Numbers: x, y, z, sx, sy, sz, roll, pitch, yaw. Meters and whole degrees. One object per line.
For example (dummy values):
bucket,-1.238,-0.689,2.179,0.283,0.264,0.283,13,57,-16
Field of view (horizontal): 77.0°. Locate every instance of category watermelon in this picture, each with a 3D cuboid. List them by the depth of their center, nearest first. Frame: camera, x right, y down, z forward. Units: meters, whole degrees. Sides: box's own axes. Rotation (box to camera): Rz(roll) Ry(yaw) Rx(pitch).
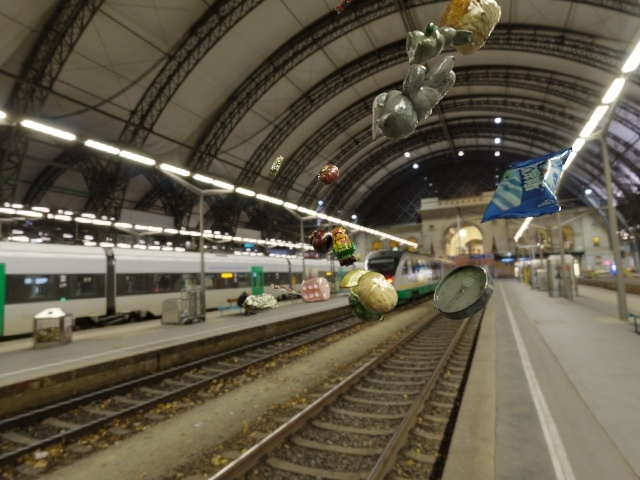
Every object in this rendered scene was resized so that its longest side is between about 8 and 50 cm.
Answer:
watermelon,0.204,0.295,1.912,0.127,0.232,0.204,-9,-26,-26

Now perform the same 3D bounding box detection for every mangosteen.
mangosteen,0.000,0.000,1.913,0.140,0.140,0.140,-3,-5,0

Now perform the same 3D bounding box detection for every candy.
candy,0.537,-0.144,1.033,0.187,0.077,0.331,-11,25,45

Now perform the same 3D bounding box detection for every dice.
dice,-0.020,0.200,1.608,0.093,0.094,0.091,-12,-11,21

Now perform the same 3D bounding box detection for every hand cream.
hand cream,0.248,-0.505,1.633,0.076,0.121,0.336,32,0,7

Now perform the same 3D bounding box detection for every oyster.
oyster,-0.218,0.227,1.447,0.125,0.064,0.177,-11,-11,-16

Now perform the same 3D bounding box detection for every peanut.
peanut,0.196,0.182,1.390,0.141,0.109,0.159,39,12,29

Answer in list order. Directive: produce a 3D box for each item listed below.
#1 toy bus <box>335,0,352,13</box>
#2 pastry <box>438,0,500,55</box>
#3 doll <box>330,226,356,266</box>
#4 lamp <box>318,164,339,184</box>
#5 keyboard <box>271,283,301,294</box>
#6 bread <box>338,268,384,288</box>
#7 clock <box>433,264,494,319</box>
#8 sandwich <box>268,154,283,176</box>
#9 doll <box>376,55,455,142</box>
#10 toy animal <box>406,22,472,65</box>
toy bus,0.105,-0.897,1.499,0.110,0.031,0.043,-42,25,10
pastry,0.684,-1.002,1.821,0.237,0.256,0.170,31,11,-8
doll,0.103,0.030,1.841,0.106,0.186,0.134,-19,-3,6
lamp,0.037,-0.301,1.842,0.101,0.101,0.090,-6,-36,34
keyboard,-0.180,0.260,2.133,0.166,0.017,0.055,15,11,-27
bread,0.164,0.149,1.588,0.188,0.065,0.149,-7,3,-28
clock,0.493,0.176,1.400,0.042,0.215,0.215,43,-27,-22
sandwich,-0.214,-0.363,1.948,0.036,0.104,0.093,25,14,-9
doll,0.320,-0.494,1.399,0.158,0.340,0.246,39,3,26
toy animal,0.456,-0.771,1.557,0.251,0.125,0.127,-19,-3,-12
